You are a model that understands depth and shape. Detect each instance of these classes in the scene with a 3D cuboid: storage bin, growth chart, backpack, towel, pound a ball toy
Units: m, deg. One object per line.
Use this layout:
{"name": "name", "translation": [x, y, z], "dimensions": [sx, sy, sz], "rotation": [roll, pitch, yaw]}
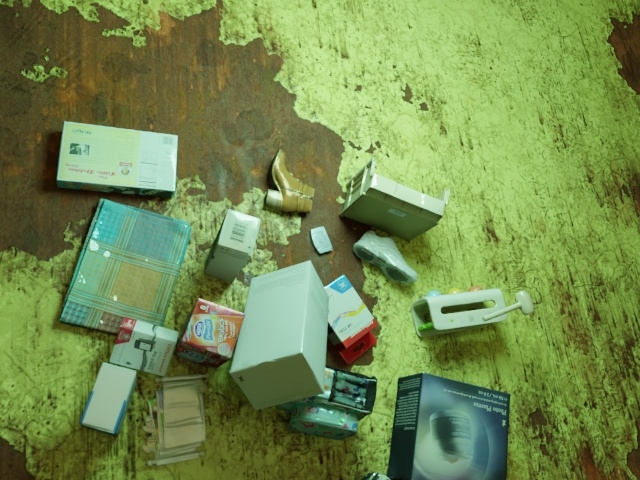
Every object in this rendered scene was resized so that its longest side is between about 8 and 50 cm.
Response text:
{"name": "storage bin", "translation": [0.227, -0.123, 1.873], "dimensions": [0.262, 0.260, 0.123], "rotation": [21, 69, -12]}
{"name": "growth chart", "translation": [-0.380, 0.469, 1.575], "dimensions": [0.171, 0.021, 0.237], "rotation": [5, 70, -17]}
{"name": "backpack", "translation": [0.000, 0.428, 1.613], "dimensions": [0.253, 0.225, 0.191], "rotation": [23, 60, -6]}
{"name": "towel", "translation": [-0.532, 0.080, 1.653], "dimensions": [0.271, 0.040, 0.370], "rotation": [16, 67, -12]}
{"name": "pound a ball toy", "translation": [0.473, 0.202, 1.868], "dimensions": [0.319, 0.208, 0.136], "rotation": [-5, 73, -20]}

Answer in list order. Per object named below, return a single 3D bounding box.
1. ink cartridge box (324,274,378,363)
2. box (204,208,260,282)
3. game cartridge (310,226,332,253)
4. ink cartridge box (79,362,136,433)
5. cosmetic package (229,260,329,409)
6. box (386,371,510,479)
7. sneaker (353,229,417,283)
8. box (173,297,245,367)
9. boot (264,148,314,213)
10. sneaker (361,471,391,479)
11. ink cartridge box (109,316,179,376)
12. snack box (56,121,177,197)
{"name": "ink cartridge box", "translation": [0.075, 0.238, 1.787], "dimensions": [0.134, 0.078, 0.231], "rotation": [-33, 85, -26]}
{"name": "box", "translation": [-0.247, 0.021, 1.641], "dimensions": [0.094, 0.275, 0.113], "rotation": [18, 65, -12]}
{"name": "game cartridge", "translation": [0.000, 0.000, 1.882], "dimensions": [0.056, 0.017, 0.083], "rotation": [-15, 76, -27]}
{"name": "ink cartridge box", "translation": [-0.513, 0.393, 1.455], "dimensions": [0.085, 0.203, 0.148], "rotation": [18, 66, -10]}
{"name": "cosmetic package", "translation": [-0.095, 0.236, 1.555], "dimensions": [0.366, 0.196, 0.155], "rotation": [-84, 154, -54]}
{"name": "box", "translation": [0.373, 0.564, 1.719], "dimensions": [0.296, 0.183, 0.294], "rotation": [16, 68, -13]}
{"name": "sneaker", "translation": [0.225, 0.044, 1.907], "dimensions": [0.232, 0.090, 0.115], "rotation": [36, 60, -5]}
{"name": "box", "translation": [-0.294, 0.248, 1.553], "dimensions": [0.128, 0.257, 0.123], "rotation": [21, 67, -11]}
{"name": "boot", "translation": [-0.091, -0.182, 1.887], "dimensions": [0.152, 0.073, 0.197], "rotation": [11, 80, -14]}
{"name": "sneaker", "translation": [0.129, 0.772, 1.603], "dimensions": [0.118, 0.107, 0.279], "rotation": [39, 65, -13]}
{"name": "ink cartridge box", "translation": [-0.461, 0.280, 1.565], "dimensions": [0.150, 0.063, 0.109], "rotation": [18, 102, -12]}
{"name": "snack box", "translation": [-0.585, -0.232, 1.734], "dimensions": [0.321, 0.060, 0.187], "rotation": [5, 69, -18]}
